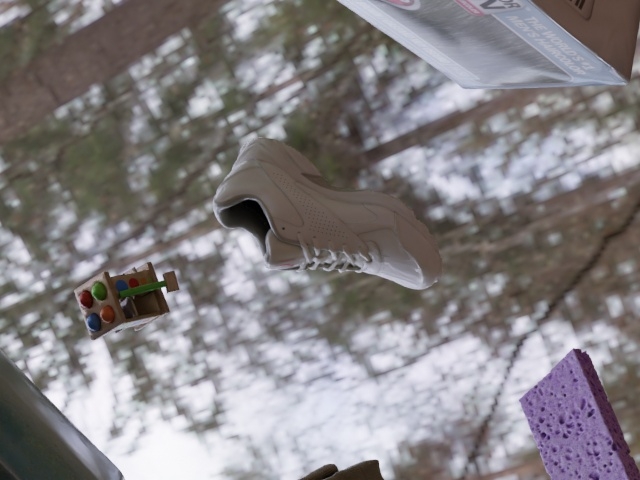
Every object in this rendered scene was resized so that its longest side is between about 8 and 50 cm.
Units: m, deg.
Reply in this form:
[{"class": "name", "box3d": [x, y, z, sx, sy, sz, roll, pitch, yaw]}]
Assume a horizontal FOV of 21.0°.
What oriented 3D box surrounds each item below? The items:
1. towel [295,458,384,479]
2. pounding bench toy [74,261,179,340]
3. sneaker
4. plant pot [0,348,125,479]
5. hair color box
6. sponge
[{"class": "towel", "box3d": [-0.129, 0.294, 1.458, 0.324, 0.312, 0.056, -12, -121, -31]}, {"class": "pounding bench toy", "box3d": [-0.178, 0.052, 1.597, 0.065, 0.083, 0.052, -12, -103, -45]}, {"class": "sneaker", "box3d": [0.000, 0.000, 1.623, 0.232, 0.090, 0.115, 25, -128, 16]}, {"class": "plant pot", "box3d": [-0.329, 0.231, 1.523, 0.247, 0.252, 0.248, -44, -82, -8]}, {"class": "hair color box", "box3d": [0.107, -0.287, 0.922, 0.185, 0.114, 0.374, 26, -110, -51]}, {"class": "sponge", "box3d": [0.326, 0.253, 2.179, 0.031, 0.117, 0.210, 13, -136, -37]}]
